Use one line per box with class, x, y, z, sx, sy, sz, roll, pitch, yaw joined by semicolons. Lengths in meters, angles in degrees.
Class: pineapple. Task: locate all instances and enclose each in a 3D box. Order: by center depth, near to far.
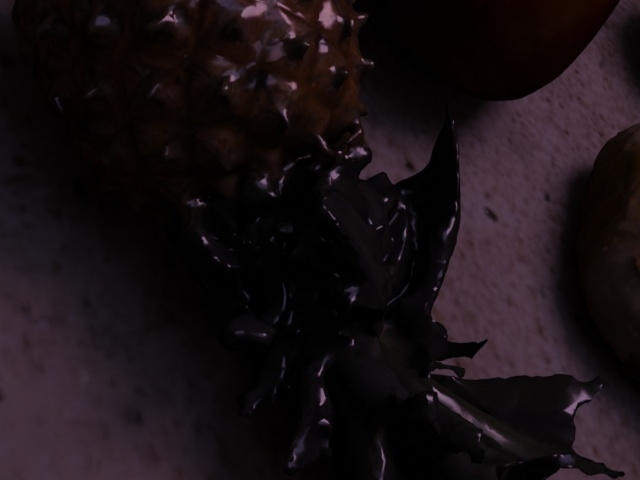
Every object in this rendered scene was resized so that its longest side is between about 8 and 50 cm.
pineapple;0.000;-0.001;0.476;0.165;0.165;0.364;-27;88;-44

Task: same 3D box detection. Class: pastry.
pastry;0.237;0.013;0.660;0.182;0.093;0.192;38;47;-6

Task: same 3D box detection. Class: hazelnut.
hazelnut;0.102;-0.182;0.649;0.178;0.178;0.204;10;26;-31
